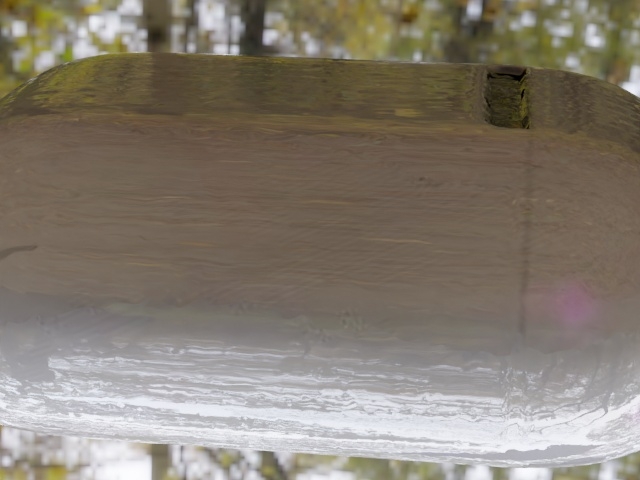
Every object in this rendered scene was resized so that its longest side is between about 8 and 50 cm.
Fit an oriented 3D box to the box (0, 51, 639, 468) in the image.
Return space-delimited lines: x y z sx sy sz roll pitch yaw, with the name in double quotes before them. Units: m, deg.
"box" 0.000 -0.001 0.830 0.349 0.141 0.289 3 -166 5
